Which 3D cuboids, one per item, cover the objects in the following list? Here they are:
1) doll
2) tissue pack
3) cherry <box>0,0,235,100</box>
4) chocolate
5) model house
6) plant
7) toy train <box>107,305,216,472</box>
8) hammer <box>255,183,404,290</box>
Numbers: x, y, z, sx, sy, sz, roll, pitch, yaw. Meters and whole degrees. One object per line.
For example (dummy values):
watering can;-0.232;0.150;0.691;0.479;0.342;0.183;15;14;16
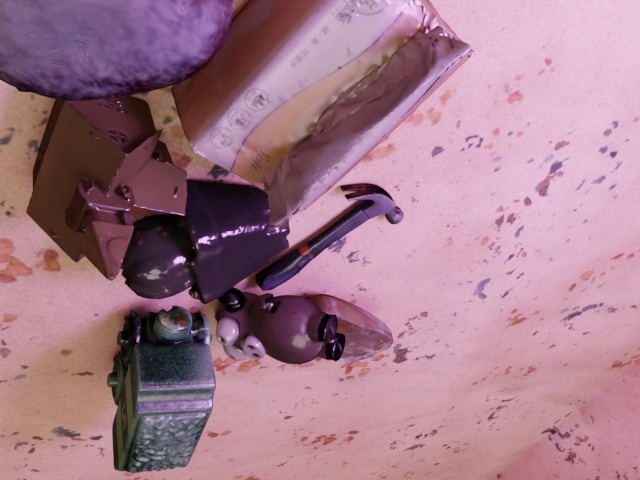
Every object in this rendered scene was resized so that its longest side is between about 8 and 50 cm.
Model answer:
doll;-0.085;0.160;1.071;0.257;0.117;0.182;2;134;23
tissue pack;0.011;-0.181;0.706;0.305;0.239;0.238;-41;138;20
cherry;-0.198;-0.251;0.528;0.296;0.218;0.255;-20;147;4
chocolate;0.034;0.173;1.227;0.157;0.080;0.254;-29;141;30
model house;-0.244;-0.043;0.714;0.176;0.248;0.181;11;130;-36
plant;-0.174;-0.002;0.883;0.256;0.142;0.164;-19;142;-24
toy train;-0.278;0.259;1.044;0.166;0.238;0.299;4;132;-26
hammer;0.000;0.000;1.048;0.289;0.037;0.137;-34;140;12
